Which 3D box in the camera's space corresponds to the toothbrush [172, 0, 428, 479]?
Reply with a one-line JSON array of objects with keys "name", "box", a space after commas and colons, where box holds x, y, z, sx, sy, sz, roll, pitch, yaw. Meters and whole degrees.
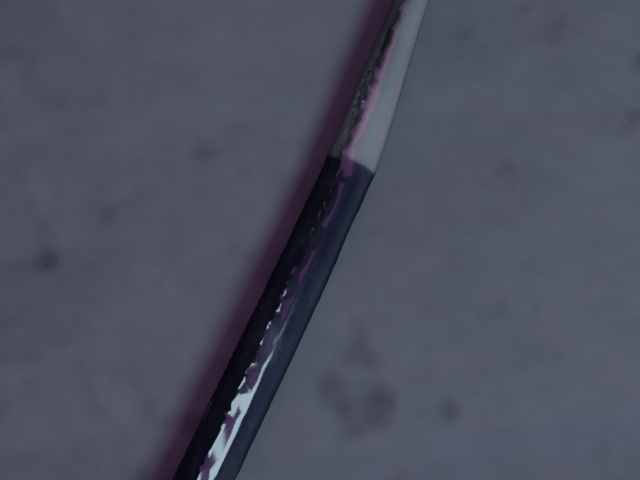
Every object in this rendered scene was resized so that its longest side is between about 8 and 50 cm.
[{"name": "toothbrush", "box": [0.000, 0.000, 0.455, 0.026, 0.024, 0.288, 27, 80, -8]}]
